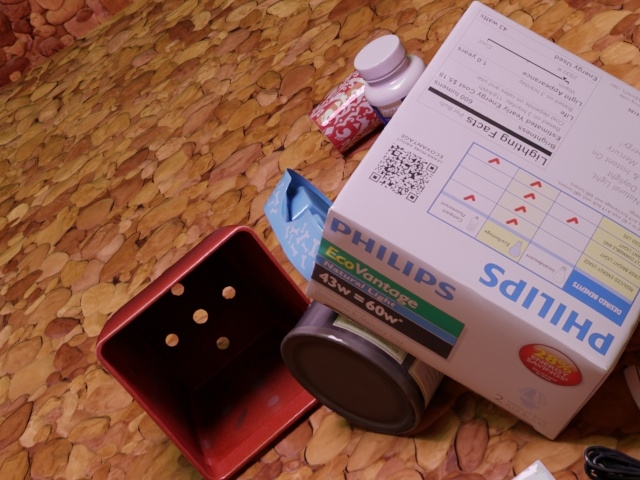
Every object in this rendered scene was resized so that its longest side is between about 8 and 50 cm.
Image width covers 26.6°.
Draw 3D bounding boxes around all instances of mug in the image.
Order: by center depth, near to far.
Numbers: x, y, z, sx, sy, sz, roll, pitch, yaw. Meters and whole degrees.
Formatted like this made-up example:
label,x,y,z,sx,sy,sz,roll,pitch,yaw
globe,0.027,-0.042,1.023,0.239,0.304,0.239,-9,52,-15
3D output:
label,x,y,z,sx,sy,sz,roll,pitch,yaw
mug,0.077,-0.232,2.353,0.169,0.150,0.113,-41,67,3

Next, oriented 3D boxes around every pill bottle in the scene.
label,x,y,z,sx,sy,sz,roll,pitch,yaw
pill bottle,0.136,-0.235,2.183,0.112,0.186,0.112,-27,32,18

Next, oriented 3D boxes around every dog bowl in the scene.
label,x,y,z,sx,sy,sz,roll,pitch,yaw
dog bowl,0.000,0.000,2.042,0.074,0.166,0.297,-45,29,10

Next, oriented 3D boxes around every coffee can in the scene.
label,x,y,z,sx,sy,sz,roll,pitch,yaw
coffee can,0.104,0.085,1.768,0.201,0.201,0.275,0,46,46

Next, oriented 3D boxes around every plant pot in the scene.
label,x,y,z,sx,sy,sz,roll,pitch,yaw
plant pot,-0.151,0.137,1.933,0.267,0.267,0.236,-40,17,-4

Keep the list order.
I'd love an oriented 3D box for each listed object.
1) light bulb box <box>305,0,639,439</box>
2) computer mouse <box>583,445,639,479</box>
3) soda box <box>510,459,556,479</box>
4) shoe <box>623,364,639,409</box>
label,x,y,z,sx,sy,sz,roll,pitch,yaw
light bulb box,0.228,-0.026,1.600,0.361,0.358,0.225,-55,-10,-28
computer mouse,0.349,0.303,1.282,0.262,0.184,0.060,-96,23,-64
soda box,0.259,0.325,1.333,0.069,0.074,0.216,-38,53,-1
shoe,0.396,0.188,1.467,0.081,0.063,0.178,-30,36,9
